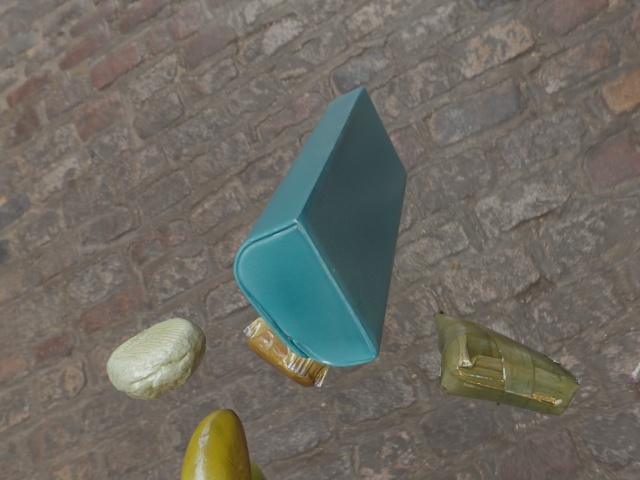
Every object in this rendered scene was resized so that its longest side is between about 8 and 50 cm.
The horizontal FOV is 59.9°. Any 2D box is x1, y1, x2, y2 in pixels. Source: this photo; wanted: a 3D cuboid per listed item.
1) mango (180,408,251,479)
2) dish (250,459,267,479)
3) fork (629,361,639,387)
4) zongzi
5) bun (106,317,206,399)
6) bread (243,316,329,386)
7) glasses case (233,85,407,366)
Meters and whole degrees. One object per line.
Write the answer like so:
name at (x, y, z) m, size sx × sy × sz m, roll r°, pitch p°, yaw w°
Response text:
mango at (-0.184, 0.402, 0.999) m, size 0.098 × 0.137 × 0.195 m, roll -24°, pitch 45°, yaw 30°
dish at (-0.206, 0.685, 1.367) m, size 0.108 × 0.221 × 0.262 m, roll 17°, pitch 60°, yaw 33°
fork at (0.679, 0.260, 1.175) m, size 0.012 × 0.016 × 0.115 m, roll 9°, pitch 107°, yaw -19°
zongzi at (0.328, 0.216, 1.039) m, size 0.228 × 0.256 × 0.115 m, roll 13°, pitch 105°, yaw 0°
bun at (-0.347, 0.268, 1.214) m, size 0.220 × 0.220 × 0.134 m, roll -15°, pitch 107°, yaw 15°
bread at (-0.093, 0.302, 1.505) m, size 0.241 × 0.136 × 0.107 m, roll 24°, pitch 75°, yaw 41°
glasses case at (0.017, -0.032, 0.482) m, size 0.070 × 0.301 × 0.117 m, roll -22°, pitch 112°, yaw 22°
